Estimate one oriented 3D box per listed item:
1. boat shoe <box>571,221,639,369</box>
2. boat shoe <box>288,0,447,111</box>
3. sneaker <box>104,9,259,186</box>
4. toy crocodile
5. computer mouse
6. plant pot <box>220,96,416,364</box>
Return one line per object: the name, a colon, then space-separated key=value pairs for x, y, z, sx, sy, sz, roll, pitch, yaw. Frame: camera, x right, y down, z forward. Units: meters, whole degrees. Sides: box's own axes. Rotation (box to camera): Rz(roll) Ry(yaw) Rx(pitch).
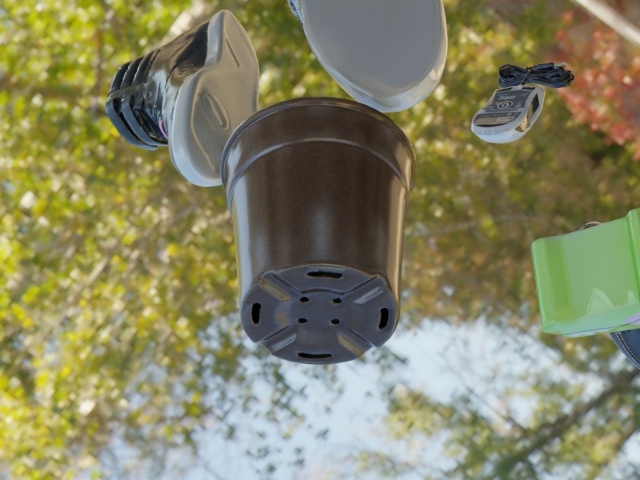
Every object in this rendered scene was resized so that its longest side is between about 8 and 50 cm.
boat shoe: x=0.352 y=0.076 z=1.597 sx=0.206 sy=0.075 sz=0.065 roll=61 pitch=-152 yaw=6
boat shoe: x=0.037 y=-0.227 z=1.252 sx=0.158 sy=0.127 sz=0.341 roll=57 pitch=-170 yaw=-59
sneaker: x=-0.146 y=-0.118 z=1.355 sx=0.104 sy=0.146 sz=0.296 roll=54 pitch=-159 yaw=-27
toy crocodile: x=0.298 y=0.006 z=0.820 sx=0.105 sy=0.340 sz=0.115 roll=54 pitch=-146 yaw=-64
computer mouse: x=0.240 y=-0.164 z=1.670 sx=0.106 sy=0.193 sz=0.042 roll=2 pitch=123 yaw=31
plant pot: x=0.000 y=0.000 z=1.092 sx=0.167 sy=0.167 sz=0.165 roll=33 pitch=-142 yaw=-32
